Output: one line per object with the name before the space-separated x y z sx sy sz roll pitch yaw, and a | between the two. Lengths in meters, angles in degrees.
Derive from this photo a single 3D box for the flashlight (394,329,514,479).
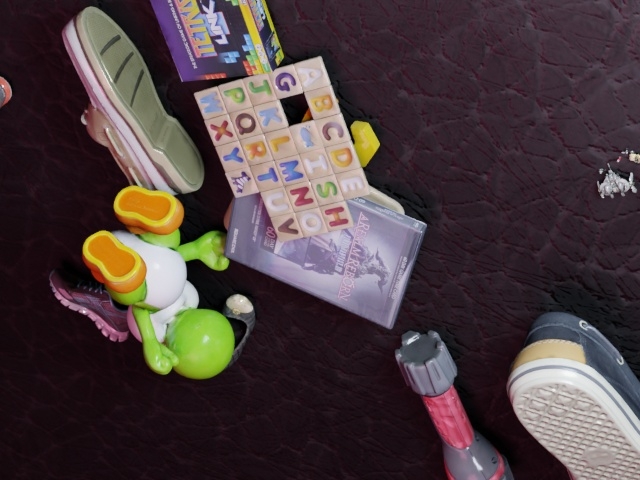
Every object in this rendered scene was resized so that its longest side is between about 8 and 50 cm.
flashlight | 0.206 0.281 1.871 0.103 0.103 0.304 -6 125 30

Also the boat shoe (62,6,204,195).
boat shoe | -0.280 -0.178 1.700 0.103 0.113 0.302 -14 122 26

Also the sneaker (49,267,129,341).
sneaker | -0.366 0.090 2.010 0.166 0.065 0.076 38 117 -13

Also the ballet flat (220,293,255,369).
ballet flat | -0.141 0.151 1.955 0.057 0.049 0.173 22 133 5

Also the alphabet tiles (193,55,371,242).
alphabet tiles | -0.046 -0.114 1.651 0.198 0.009 0.237 -12 109 27

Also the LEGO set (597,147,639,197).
LEGO set | 0.377 -0.079 1.547 0.054 0.023 0.083 16 132 12

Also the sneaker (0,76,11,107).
sneaker | -0.522 -0.188 1.833 0.061 0.065 0.158 38 132 -9

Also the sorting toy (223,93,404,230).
sorting toy | 0.007 -0.066 1.720 0.229 0.041 0.307 33 133 2

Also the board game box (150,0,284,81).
board game box | -0.141 -0.294 1.585 0.141 0.048 0.170 -3 126 25

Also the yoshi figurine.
yoshi figurine | -0.216 0.090 1.825 0.203 0.203 0.362 -15 147 -1

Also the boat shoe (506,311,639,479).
boat shoe | 0.419 0.283 1.749 0.187 0.156 0.500 -18 130 29

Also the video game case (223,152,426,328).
video game case | 0.000 0.000 1.729 0.274 0.026 0.196 24 133 11
